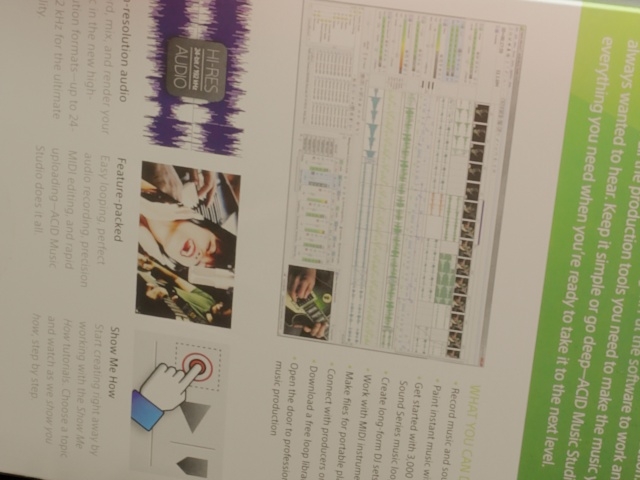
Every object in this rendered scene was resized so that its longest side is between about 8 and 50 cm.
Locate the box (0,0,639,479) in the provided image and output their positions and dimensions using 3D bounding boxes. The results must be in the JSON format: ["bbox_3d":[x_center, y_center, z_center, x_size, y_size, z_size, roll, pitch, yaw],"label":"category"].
[{"bbox_3d":[0.000,0.000,0.705,0.322,0.058,0.232,9,113,9],"label":"box"}]
